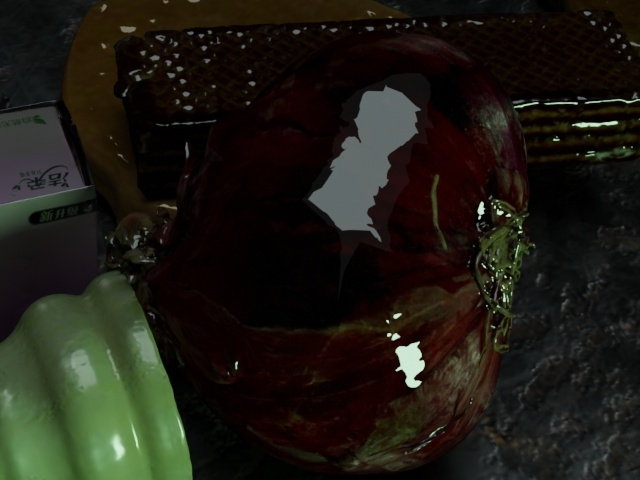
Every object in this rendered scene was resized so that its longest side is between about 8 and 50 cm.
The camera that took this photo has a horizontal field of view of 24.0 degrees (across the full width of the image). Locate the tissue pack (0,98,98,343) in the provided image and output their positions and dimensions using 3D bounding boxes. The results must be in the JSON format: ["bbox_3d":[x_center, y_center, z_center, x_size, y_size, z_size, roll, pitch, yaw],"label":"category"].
[{"bbox_3d":[-0.267,0.014,0.950,0.246,0.148,0.092,-13,50,-18],"label":"tissue pack"}]

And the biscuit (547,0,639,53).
[{"bbox_3d":[0.339,-0.252,1.352,0.359,0.074,0.381,-16,48,-24],"label":"biscuit"}]

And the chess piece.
[{"bbox_3d":[-0.216,0.120,0.871,0.251,0.144,0.144,-17,50,-15],"label":"chess piece"}]

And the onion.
[{"bbox_3d":[0.018,0.002,0.920,0.281,0.281,0.221,37,13,25],"label":"onion"}]

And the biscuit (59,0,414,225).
[{"bbox_3d":[-0.030,-0.092,1.148,0.351,0.057,0.312,17,47,8],"label":"biscuit"}]

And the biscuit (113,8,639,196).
[{"bbox_3d":[0.046,-0.101,1.081,0.388,0.073,0.107,-4,45,-13],"label":"biscuit"}]

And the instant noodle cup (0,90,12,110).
[{"bbox_3d":[-0.360,-0.116,1.036,0.258,0.181,0.302,30,49,22],"label":"instant noodle cup"}]
